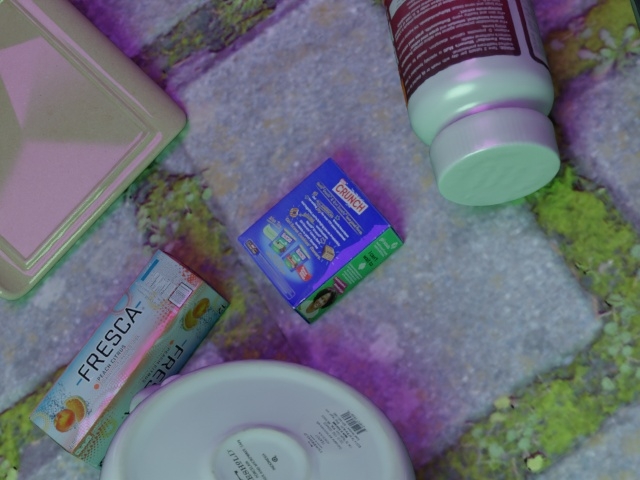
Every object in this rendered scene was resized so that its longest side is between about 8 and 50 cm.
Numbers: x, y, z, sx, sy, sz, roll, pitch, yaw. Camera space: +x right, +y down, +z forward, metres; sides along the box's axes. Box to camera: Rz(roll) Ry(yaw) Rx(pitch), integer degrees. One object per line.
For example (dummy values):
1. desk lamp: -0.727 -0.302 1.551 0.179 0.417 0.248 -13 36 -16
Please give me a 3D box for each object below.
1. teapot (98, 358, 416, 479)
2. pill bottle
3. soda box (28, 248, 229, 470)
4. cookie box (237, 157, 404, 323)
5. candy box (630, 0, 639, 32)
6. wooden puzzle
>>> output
1. teapot: -0.051 0.224 1.210 0.252 0.187 0.256 10 44 5
2. pill bottle: 0.124 -0.148 1.326 0.121 0.121 0.221 -17 63 14
3. soda box: -0.161 0.101 1.365 0.058 0.063 0.183 34 83 30
4. cookie box: 0.000 0.000 1.358 0.107 0.040 0.092 -41 60 1
5. candy box: 0.296 -0.110 1.222 0.071 0.159 0.233 -19 63 12
6. wooden puzzle: -0.277 -0.100 1.468 0.221 0.044 0.239 43 85 1
